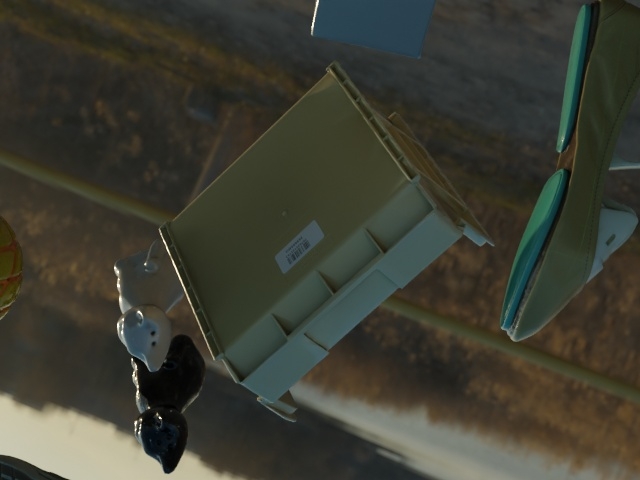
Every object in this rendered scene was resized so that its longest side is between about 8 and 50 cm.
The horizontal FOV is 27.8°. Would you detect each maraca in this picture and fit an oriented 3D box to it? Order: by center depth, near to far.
[{"bbox_3d":[-0.340,0.013,1.258,0.099,0.127,0.185,2,134,-15],"label":"maraca"}]

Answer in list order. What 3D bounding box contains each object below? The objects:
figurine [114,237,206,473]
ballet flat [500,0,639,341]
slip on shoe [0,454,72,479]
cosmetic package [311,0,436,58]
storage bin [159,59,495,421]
[{"bbox_3d":[-0.188,0.131,1.495,0.092,0.214,0.209,-7,-156,-2],"label":"figurine"},{"bbox_3d":[0.176,-0.042,0.819,0.073,0.232,0.080,16,175,1],"label":"ballet flat"},{"bbox_3d":[-0.210,0.204,1.014,0.135,0.051,0.041,18,-170,7],"label":"slip on shoe"},{"bbox_3d":[0.062,-0.269,1.006,0.107,0.127,0.238,11,147,1],"label":"cosmetic package"},{"bbox_3d":[0.000,0.000,1.274,0.123,0.262,0.260,39,-166,-40],"label":"storage bin"}]
